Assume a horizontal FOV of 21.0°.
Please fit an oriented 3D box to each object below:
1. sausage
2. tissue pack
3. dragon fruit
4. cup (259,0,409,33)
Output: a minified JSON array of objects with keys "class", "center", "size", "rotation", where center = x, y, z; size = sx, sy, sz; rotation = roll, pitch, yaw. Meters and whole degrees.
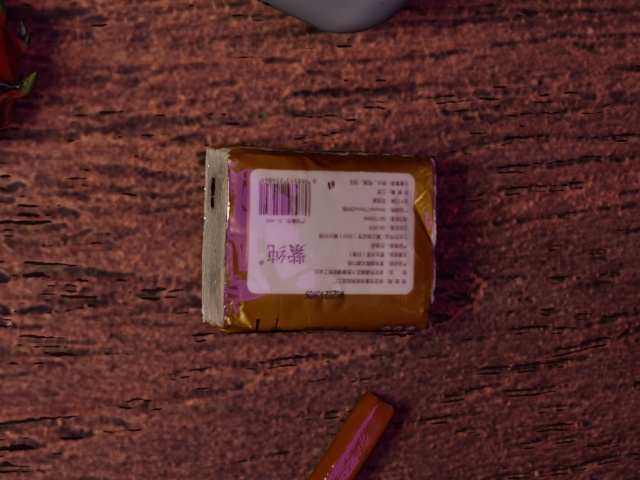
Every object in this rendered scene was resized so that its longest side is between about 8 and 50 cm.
[{"class":"sausage","center":[0.030,0.216,1.768],"size":[0.041,0.039,0.131],"rotation":[37,79,-23]},{"class":"tissue pack","center":[0.000,0.000,1.711],"size":[0.226,0.092,0.183],"rotation":[1,94,-24]},{"class":"dragon fruit","center":[-0.343,-0.122,1.533],"size":[0.135,0.137,0.236],"rotation":[31,74,-13]},{"class":"cup","center":[-0.049,-0.327,1.603],"size":[0.312,0.205,0.205],"rotation":[24,85,-23]}]
